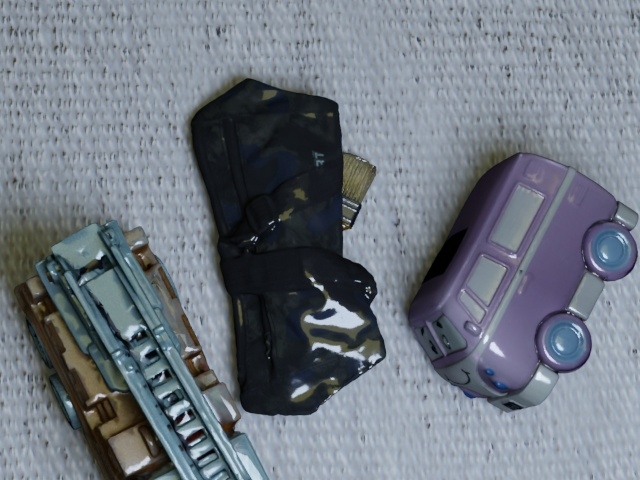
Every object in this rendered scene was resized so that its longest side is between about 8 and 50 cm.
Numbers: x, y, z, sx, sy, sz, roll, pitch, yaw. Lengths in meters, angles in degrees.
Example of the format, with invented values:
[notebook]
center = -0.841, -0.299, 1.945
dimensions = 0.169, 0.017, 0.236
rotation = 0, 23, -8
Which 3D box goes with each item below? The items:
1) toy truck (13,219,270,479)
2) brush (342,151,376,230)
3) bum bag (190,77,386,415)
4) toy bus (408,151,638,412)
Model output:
[toy truck]
center = -0.127, 0.153, 1.614
dimensions = 0.133, 0.184, 0.338
rotation = -26, 84, -13
[brush]
center = 0.000, 0.000, 1.754
dimensions = 0.043, 0.014, 0.170
rotation = 25, 77, -3
[bum bag]
center = -0.028, 0.000, 1.710
dimensions = 0.137, 0.074, 0.310
rotation = -13, 78, 7
[toy bus]
center = 0.172, 0.039, 1.713
dimensions = 0.142, 0.142, 0.202
rotation = 31, 75, -8
